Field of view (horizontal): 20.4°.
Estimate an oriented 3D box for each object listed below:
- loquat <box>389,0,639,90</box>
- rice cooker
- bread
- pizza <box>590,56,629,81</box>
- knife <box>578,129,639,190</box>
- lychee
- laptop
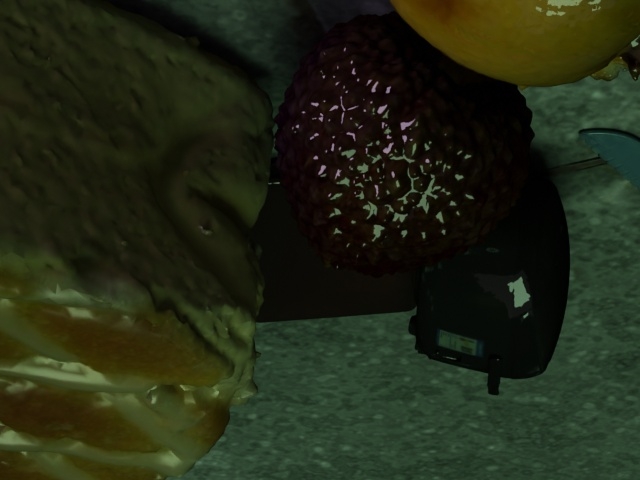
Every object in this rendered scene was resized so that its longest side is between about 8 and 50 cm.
[{"bbox_3d":[0.130,-0.186,1.012,0.208,0.208,0.208,0,145,0],"label":"loquat"},{"bbox_3d":[0.134,0.031,1.380,0.118,0.142,0.203,9,145,8],"label":"rice cooker"},{"bbox_3d":[-0.266,0.010,1.216,0.390,0.279,0.371,25,136,-37],"label":"bread"},{"bbox_3d":[0.204,-0.169,1.185,0.099,0.036,0.160,-6,145,8],"label":"pizza"},{"bbox_3d":[0.313,-0.019,1.419,0.313,0.019,0.044,31,137,-34],"label":"knife"},{"bbox_3d":[0.048,-0.059,1.209,0.188,0.188,0.188,0,145,0],"label":"lychee"},{"bbox_3d":[0.000,0.000,1.435,0.154,0.026,0.207,-5,146,4],"label":"laptop"}]
